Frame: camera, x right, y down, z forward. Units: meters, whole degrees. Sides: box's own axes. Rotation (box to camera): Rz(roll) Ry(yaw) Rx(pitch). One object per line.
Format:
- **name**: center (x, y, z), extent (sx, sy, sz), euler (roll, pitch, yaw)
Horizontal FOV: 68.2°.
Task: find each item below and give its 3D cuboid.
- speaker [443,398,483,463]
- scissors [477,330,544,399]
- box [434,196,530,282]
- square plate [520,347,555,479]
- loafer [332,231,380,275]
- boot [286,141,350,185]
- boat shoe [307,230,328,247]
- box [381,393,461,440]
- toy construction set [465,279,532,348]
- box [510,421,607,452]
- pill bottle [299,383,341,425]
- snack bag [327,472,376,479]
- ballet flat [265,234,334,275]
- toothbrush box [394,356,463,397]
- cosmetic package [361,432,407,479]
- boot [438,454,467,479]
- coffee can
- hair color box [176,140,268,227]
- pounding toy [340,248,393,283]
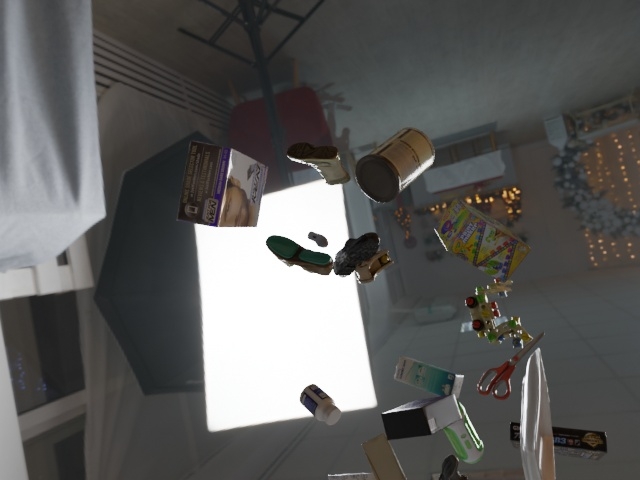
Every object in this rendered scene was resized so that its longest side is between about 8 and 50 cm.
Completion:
- **speaker**: center (0.577, 0.790, 1.965), extent (0.131, 0.297, 0.131), euler (-25, -156, 12)
- **scissors**: center (0.645, 0.411, 1.609), extent (0.109, 0.021, 0.297), euler (18, -114, 51)
- **box**: center (0.661, -0.011, 1.972), extent (0.279, 0.177, 0.290), euler (29, -162, -6)
- **square plate**: center (0.559, 0.518, 1.213), extent (0.049, 0.348, 0.344), euler (-6, -154, 29)
- **loafer**: center (0.089, 0.026, 1.270), extent (0.076, 0.078, 0.223), euler (4, 154, -21)
- **boot**: center (-0.007, -0.269, 1.685), extent (0.213, 0.077, 0.165), euler (12, 156, 30)
- **boat shoe**: center (0.000, 0.000, 1.364), extent (0.035, 0.035, 0.100), euler (21, -178, -36)
- **box**: center (0.378, 0.656, 1.762), extent (0.184, 0.103, 0.261), euler (-28, 159, 34)
- **toy construction set**: center (0.736, 0.299, 1.973), extent (0.214, 0.328, 0.151), euler (-22, 136, 27)
- **box**: center (0.837, 0.716, 1.686), extent (0.293, 0.074, 0.295), euler (-3, 152, 24)
- **pill bottle**: center (0.001, 0.734, 2.109), extent (0.111, 0.112, 0.186), euler (-10, -155, -38)
- **snack bag**: center (0.230, 1.158, 2.115), extent (0.322, 0.037, 0.342), euler (9, -172, -19)
- **ballet flat**: center (-0.092, 0.079, 2.074), extent (0.342, 0.124, 0.116), euler (16, -131, 23)
- **toothbrush box**: center (0.555, 0.699, 2.415), extent (0.295, 0.126, 0.216), euler (11, 170, 31)
- **cosmetic package**: center (0.282, 0.944, 1.858), extent (0.113, 0.160, 0.309), euler (-26, -145, -3)
- **boot**: center (0.629, 1.068, 2.174), extent (0.136, 0.198, 0.077), euler (7, -156, -16)
- **coffee can**: center (0.299, -0.303, 1.880), extent (0.275, 0.202, 0.201), euler (-40, -166, -34)
- **hair color box**: center (-0.236, -0.129, 1.213), extent (0.109, 0.185, 0.339), euler (11, -176, 9)
- **pounding toy**: center (0.222, 0.109, 2.327), extent (0.269, 0.155, 0.154), euler (-30, -167, -21)
